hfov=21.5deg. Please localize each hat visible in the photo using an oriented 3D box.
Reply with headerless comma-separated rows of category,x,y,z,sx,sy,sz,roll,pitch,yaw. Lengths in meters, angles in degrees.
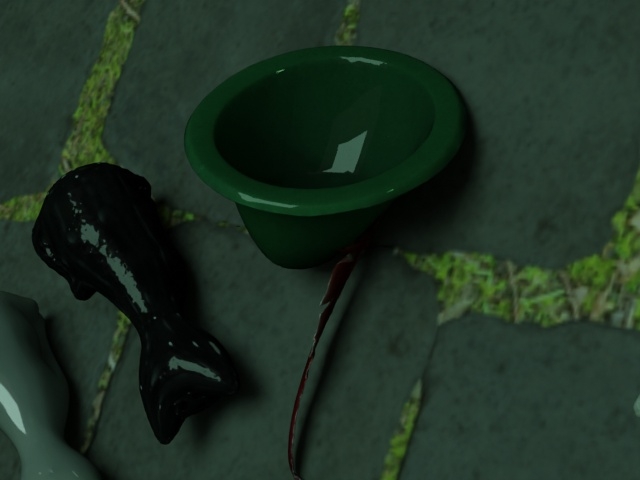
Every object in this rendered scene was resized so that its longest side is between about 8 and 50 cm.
hat,0.000,0.000,1.105,0.208,0.184,0.173,-32,46,-29

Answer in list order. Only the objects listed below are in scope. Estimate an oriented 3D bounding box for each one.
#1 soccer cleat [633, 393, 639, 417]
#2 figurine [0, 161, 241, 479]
soccer cleat,0.239,0.179,0.778,0.143,0.116,0.331,-42,45,40
figurine,-0.164,0.090,1.167,0.215,0.092,0.209,-46,53,17
